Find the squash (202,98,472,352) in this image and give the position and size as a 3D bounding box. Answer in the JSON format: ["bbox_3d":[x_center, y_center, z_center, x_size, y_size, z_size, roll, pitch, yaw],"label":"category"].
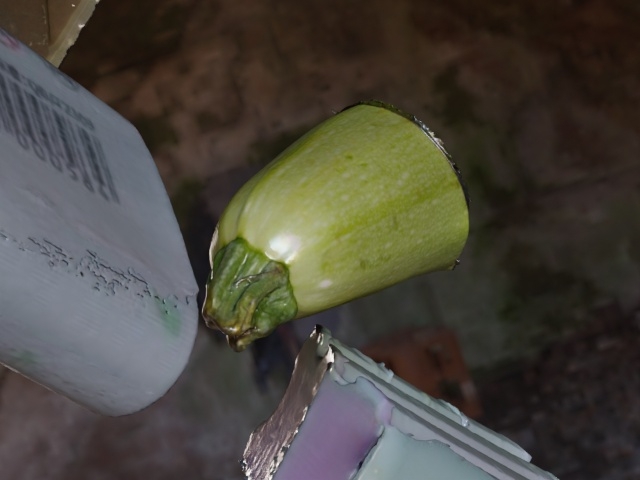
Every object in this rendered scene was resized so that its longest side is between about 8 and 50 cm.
[{"bbox_3d":[-0.001,-0.016,1.182,0.137,0.137,0.287,-17,1,28],"label":"squash"}]

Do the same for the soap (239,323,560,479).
[{"bbox_3d":[0.099,0.239,1.672,0.156,0.261,0.446,-52,-41,3],"label":"soap"}]

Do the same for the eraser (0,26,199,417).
[{"bbox_3d":[-0.155,-0.037,0.755,0.081,0.174,0.227,-33,-39,16],"label":"eraser"}]

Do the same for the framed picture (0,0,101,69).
[{"bbox_3d":[-0.225,-0.247,1.317,0.019,0.209,0.281,-22,35,57],"label":"framed picture"}]
